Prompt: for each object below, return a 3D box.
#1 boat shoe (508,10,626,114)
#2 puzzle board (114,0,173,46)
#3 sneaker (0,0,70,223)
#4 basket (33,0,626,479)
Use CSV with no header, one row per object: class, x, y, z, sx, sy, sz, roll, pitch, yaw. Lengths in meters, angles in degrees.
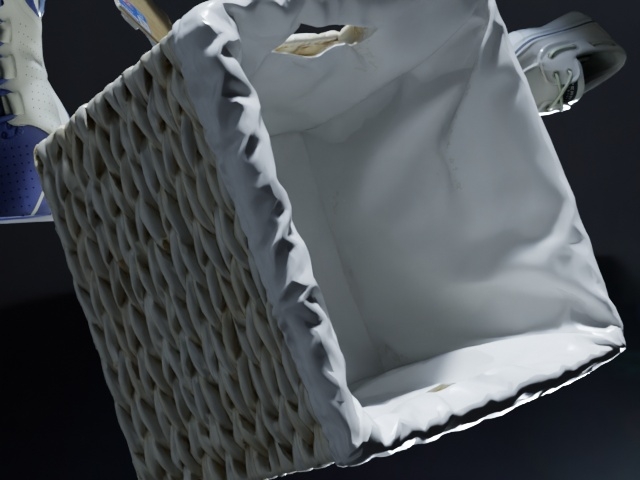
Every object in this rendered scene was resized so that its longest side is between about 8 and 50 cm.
boat shoe,0.220,-0.162,1.490,0.226,0.075,0.083,-36,149,-39
puzzle board,-0.175,-0.222,1.513,0.128,0.011,0.096,42,19,-50
sneaker,-0.286,-0.173,1.234,0.182,0.127,0.316,40,44,-72
basket,0.000,0.000,1.188,0.328,0.266,0.331,-15,83,-46
